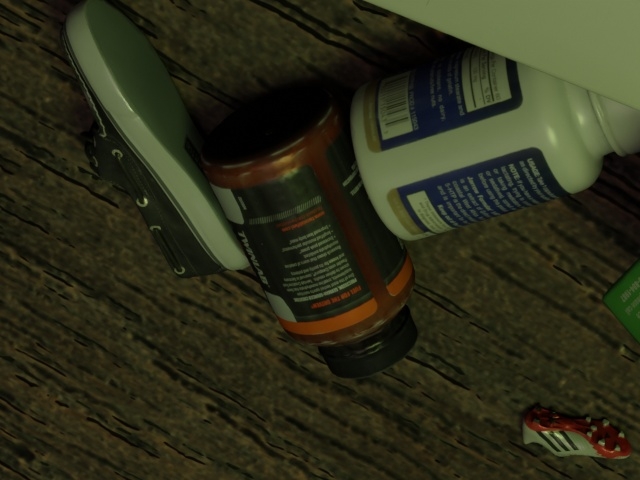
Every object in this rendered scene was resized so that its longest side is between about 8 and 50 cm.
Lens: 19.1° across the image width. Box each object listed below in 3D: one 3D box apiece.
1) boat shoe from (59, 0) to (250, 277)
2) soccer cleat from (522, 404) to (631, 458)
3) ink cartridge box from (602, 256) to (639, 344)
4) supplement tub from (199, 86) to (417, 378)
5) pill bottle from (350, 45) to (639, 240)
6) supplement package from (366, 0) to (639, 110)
[{"bbox_3d":[-0.126,-0.063,1.326,0.076,0.080,0.228,-21,124,21],"label":"boat shoe"},{"bbox_3d":[0.191,0.149,1.424,0.083,0.029,0.035,15,133,6],"label":"soccer cleat"},{"bbox_3d":[0.327,0.076,1.091,0.289,0.121,0.211,51,154,10],"label":"ink cartridge box"},{"bbox_3d":[0.000,0.000,1.318,0.106,0.106,0.198,-15,118,20],"label":"supplement tub"},{"bbox_3d":[0.124,-0.076,1.239,0.187,0.112,0.112,-16,118,21],"label":"pill bottle"},{"bbox_3d":[0.142,-0.214,1.106,0.293,0.175,0.177,22,123,-3],"label":"supplement package"}]
